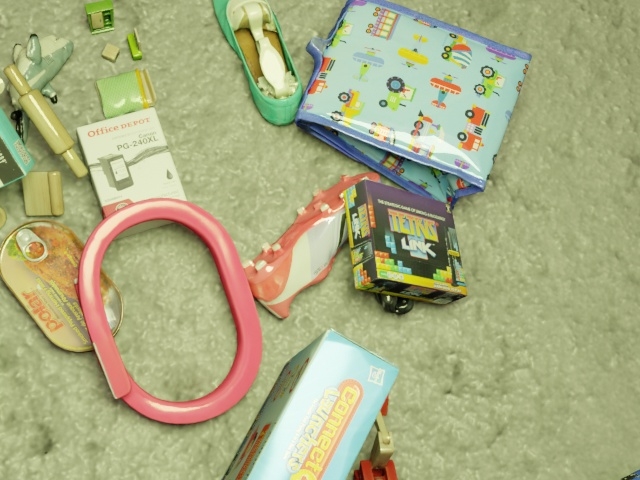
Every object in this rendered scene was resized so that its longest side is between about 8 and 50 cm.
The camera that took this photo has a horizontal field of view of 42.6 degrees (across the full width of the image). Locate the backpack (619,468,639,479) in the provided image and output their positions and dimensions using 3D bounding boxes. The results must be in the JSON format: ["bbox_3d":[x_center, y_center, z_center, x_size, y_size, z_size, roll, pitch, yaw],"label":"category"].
[{"bbox_3d":[0.453,0.357,1.104,0.120,0.098,0.101,-21,60,-14],"label":"backpack"}]

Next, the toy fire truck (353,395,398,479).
[{"bbox_3d":[0.075,0.278,1.030,0.047,0.192,0.135,0,104,-10],"label":"toy fire truck"}]

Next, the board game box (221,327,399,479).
[{"bbox_3d":[-0.053,0.270,0.920,0.086,0.302,0.308,30,72,-2],"label":"board game box"}]

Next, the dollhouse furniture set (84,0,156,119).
[{"bbox_3d":[-0.282,-0.252,1.142,0.076,0.058,0.151,-16,79,-14],"label":"dollhouse furniture set"}]

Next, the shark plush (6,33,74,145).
[{"bbox_3d":[-0.383,-0.209,1.116,0.067,0.073,0.161,20,64,-37],"label":"shark plush"}]

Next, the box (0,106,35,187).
[{"bbox_3d":[-0.485,-0.077,0.998,0.244,0.060,0.100,-25,111,2],"label":"box"}]

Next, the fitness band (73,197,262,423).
[{"bbox_3d":[-0.189,0.090,1.042,0.209,0.054,0.291,-19,94,-20],"label":"fitness band"}]

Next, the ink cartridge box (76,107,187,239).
[{"bbox_3d":[-0.252,-0.090,1.102,0.109,0.063,0.150,-18,80,-15],"label":"ink cartridge box"}]

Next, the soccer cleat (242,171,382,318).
[{"bbox_3d":[0.000,0.000,1.130,0.248,0.083,0.095,-42,117,-23],"label":"soccer cleat"}]

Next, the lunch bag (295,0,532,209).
[{"bbox_3d":[0.113,-0.210,1.157,0.293,0.138,0.221,26,72,-8],"label":"lunch bag"}]

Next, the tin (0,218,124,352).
[{"bbox_3d":[-0.334,0.060,1.061,0.106,0.040,0.189,-37,85,-22],"label":"tin"}]

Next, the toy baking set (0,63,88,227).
[{"bbox_3d":[-0.425,-0.125,1.035,0.197,0.030,0.256,-27,108,-2],"label":"toy baking set"}]

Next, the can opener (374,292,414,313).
[{"bbox_3d":[0.105,0.014,1.149,0.059,0.073,0.186,3,65,-2],"label":"can opener"}]

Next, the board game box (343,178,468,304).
[{"bbox_3d":[0.115,0.005,1.098,0.170,0.048,0.141,12,62,-39],"label":"board game box"}]

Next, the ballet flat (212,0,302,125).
[{"bbox_3d":[-0.084,-0.286,1.175,0.083,0.087,0.247,-20,80,-15],"label":"ballet flat"}]
